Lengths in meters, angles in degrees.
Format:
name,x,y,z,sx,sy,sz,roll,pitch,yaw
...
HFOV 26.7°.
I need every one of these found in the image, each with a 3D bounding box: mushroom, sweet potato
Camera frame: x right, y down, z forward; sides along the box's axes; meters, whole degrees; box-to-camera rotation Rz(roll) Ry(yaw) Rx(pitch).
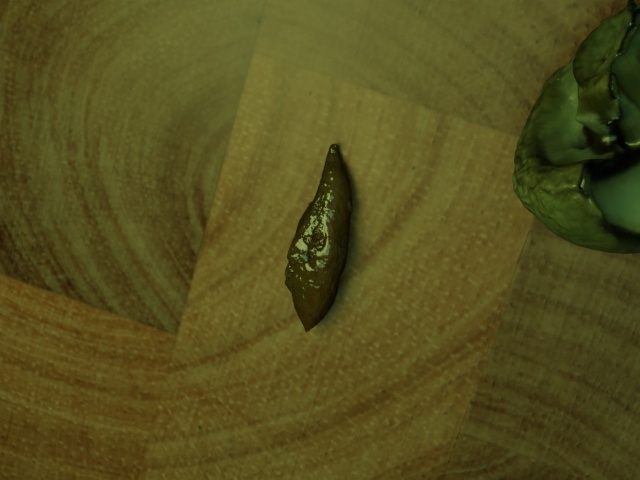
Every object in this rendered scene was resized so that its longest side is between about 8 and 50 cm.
name,x,y,z,sx,sy,sz,roll,pitch,yaw
mushroom,0.297,-0.102,1.282,0.189,0.164,0.267,28,74,-21
sweet potato,0.000,0.000,1.424,0.068,0.060,0.206,9,98,-26
